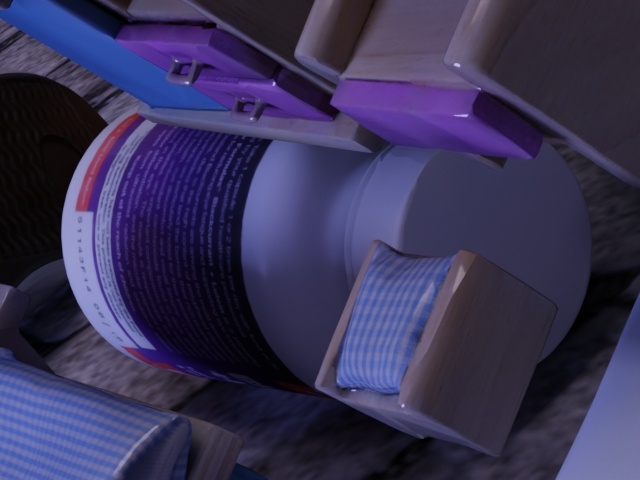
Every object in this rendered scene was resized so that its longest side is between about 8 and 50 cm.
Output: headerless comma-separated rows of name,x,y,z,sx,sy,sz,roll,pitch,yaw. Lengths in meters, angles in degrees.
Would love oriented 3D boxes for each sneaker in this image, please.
sneaker,-0.185,0.013,0.907,0.123,0.106,0.290,-35,9,29

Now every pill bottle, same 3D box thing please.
pill bottle,0.000,0.000,0.687,0.108,0.108,0.193,-41,23,-26

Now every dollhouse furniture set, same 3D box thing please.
dollhouse furniture set,-0.107,0.027,0.527,0.286,0.198,0.303,11,76,57

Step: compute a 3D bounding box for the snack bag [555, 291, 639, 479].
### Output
snack bag,0.228,-0.011,0.462,0.323,0.037,0.342,-5,39,36
